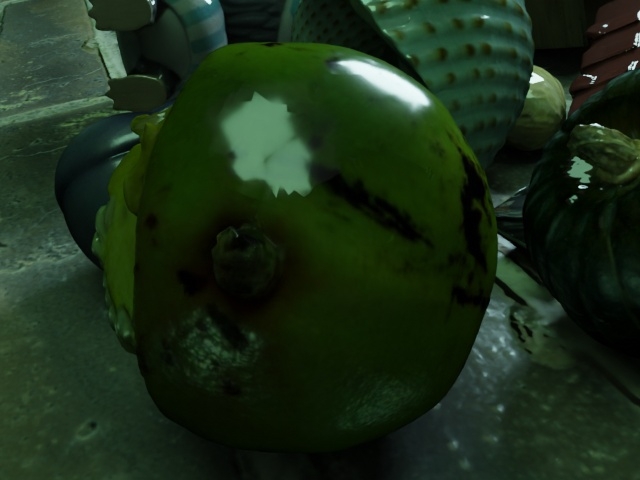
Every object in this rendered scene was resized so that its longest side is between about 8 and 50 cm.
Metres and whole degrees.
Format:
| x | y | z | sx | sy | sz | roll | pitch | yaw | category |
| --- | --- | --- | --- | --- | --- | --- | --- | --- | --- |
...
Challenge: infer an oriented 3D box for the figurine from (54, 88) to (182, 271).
| x | y | z | sx | sy | sz | roll | pitch | yaw | category |
| --- | --- | --- | --- | --- | --- | --- | --- | --- | --- |
| -0.113 | -0.064 | 0.648 | 0.265 | 0.175 | 0.197 | -24 | 40 | -8 | figurine |

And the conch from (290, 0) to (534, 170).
| x | y | z | sx | sy | sz | roll | pitch | yaw | category |
| --- | --- | --- | --- | --- | --- | --- | --- | --- | --- |
| 0.101 | -0.186 | 0.670 | 0.215 | 0.303 | 0.319 | -36 | 70 | -6 | conch |

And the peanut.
| x | y | z | sx | sy | sz | roll | pitch | yaw | category |
| --- | --- | --- | --- | --- | --- | --- | --- | --- | --- |
| 0.220 | -0.176 | 0.805 | 0.098 | 0.090 | 0.214 | -25 | 36 | -2 | peanut |

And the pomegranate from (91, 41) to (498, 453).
| x | y | z | sx | sy | sz | roll | pitch | yaw | category |
| --- | --- | --- | --- | --- | --- | --- | --- | --- | --- |
| 0.000 | 0.000 | 0.470 | 0.260 | 0.260 | 0.341 | 8 | 12 | 24 | pomegranate |

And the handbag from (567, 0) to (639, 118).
| x | y | z | sx | sy | sz | roll | pitch | yaw | category |
| --- | --- | --- | --- | --- | --- | --- | --- | --- | --- |
| 0.413 | -0.219 | 0.716 | 0.275 | 0.084 | 0.260 | -17 | 34 | 40 | handbag |

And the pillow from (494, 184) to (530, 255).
| x | y | z | sx | sy | sz | roll | pitch | yaw | category |
| --- | --- | --- | --- | --- | --- | --- | --- | --- | --- |
| 0.223 | -0.026 | 0.616 | 0.150 | 0.048 | 0.090 | -28 | 39 | -28 | pillow |

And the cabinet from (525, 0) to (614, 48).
| x | y | z | sx | sy | sz | roll | pitch | yaw | category |
| --- | --- | --- | --- | --- | --- | --- | --- | --- | --- |
| 0.355 | -0.368 | 0.967 | 0.175 | 0.148 | 0.215 | -21 | 21 | -18 | cabinet |

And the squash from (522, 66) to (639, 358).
| x | y | z | sx | sy | sz | roll | pitch | yaw | category |
| --- | --- | --- | --- | --- | --- | --- | --- | --- | --- |
| 0.246 | -0.023 | 0.472 | 0.218 | 0.172 | 0.218 | -14 | 58 | 24 | squash |

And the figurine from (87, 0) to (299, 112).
| x | y | z | sx | sy | sz | roll | pitch | yaw | category |
| --- | --- | --- | --- | --- | --- | --- | --- | --- | --- |
| -0.055 | -0.310 | 0.911 | 0.378 | 0.266 | 0.361 | -1 | 32 | 10 | figurine |
